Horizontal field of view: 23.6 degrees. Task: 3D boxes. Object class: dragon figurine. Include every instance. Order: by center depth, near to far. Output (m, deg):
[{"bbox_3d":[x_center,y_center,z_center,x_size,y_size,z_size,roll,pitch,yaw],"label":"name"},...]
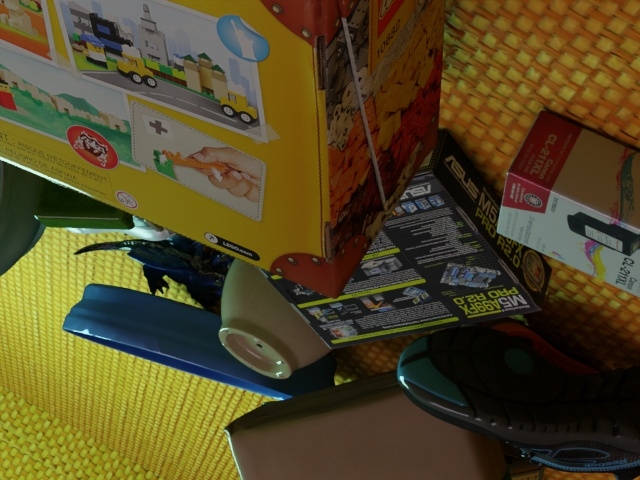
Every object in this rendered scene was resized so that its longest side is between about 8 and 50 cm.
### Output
[{"bbox_3d":[-0.195,0.016,2.002,0.289,0.085,0.144,22,158,17],"label":"dragon figurine"}]

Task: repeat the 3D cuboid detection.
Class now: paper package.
[{"bbox_3d":[0.084,0.332,1.891,0.309,0.325,0.168,-16,-177,16],"label":"paper package"}]

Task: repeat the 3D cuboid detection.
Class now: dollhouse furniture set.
[{"bbox_3d":[-0.329,-0.078,1.681,0.301,0.151,0.197,2,169,9],"label":"dollhouse furniture set"}]

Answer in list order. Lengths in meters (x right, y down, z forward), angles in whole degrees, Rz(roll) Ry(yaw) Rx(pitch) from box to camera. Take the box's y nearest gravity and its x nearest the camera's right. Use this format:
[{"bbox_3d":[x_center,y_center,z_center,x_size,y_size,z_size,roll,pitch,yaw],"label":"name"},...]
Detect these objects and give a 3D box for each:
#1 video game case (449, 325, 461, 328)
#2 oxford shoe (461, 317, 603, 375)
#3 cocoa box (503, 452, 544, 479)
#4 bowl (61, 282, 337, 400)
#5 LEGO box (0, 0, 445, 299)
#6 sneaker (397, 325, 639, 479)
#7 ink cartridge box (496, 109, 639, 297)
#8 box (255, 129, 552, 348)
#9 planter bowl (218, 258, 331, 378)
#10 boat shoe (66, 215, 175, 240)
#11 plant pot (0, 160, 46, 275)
[{"bbox_3d":[0.000,0.000,1.709,0.274,0.035,0.248,6,144,44],"label":"video game case"},{"bbox_3d":[0.263,0.159,1.761,0.271,0.097,0.098,42,-177,-33],"label":"oxford shoe"},{"bbox_3d":[0.100,0.388,2.161,0.347,0.231,0.228,15,-172,35],"label":"cocoa box"},{"bbox_3d":[-0.161,0.146,2.128,0.391,0.077,0.391,16,172,2],"label":"bowl"},{"bbox_3d":[-0.165,-0.212,1.205,0.500,0.193,0.372,22,147,17],"label":"LEGO box"},{"bbox_3d":[0.230,0.192,1.630,0.340,0.125,0.140,15,138,-15],"label":"sneaker"},{"bbox_3d":[0.252,-0.025,1.341,0.175,0.072,0.127,25,158,13],"label":"ink cartridge box"},{"bbox_3d":[0.064,0.007,1.555,0.270,0.060,0.216,-14,132,37],"label":"box"},{"bbox_3d":[-0.049,0.089,1.756,0.162,0.109,0.162,25,154,13],"label":"planter bowl"},{"bbox_3d":[-0.271,-0.053,1.967,0.228,0.080,0.076,13,139,42],"label":"boat shoe"},{"bbox_3d":[-0.470,-0.061,1.978,0.293,0.293,0.196,19,-176,26],"label":"plant pot"}]
